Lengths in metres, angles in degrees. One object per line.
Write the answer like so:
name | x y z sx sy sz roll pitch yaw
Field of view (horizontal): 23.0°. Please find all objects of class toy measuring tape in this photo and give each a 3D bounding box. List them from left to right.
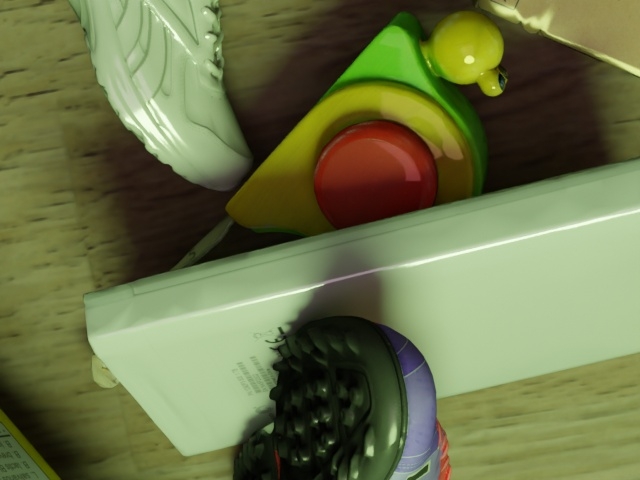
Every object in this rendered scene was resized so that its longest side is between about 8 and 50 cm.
toy measuring tape | 0.000 0.000 0.928 0.121 0.121 0.330 39 111 -9

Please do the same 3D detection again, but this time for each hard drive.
hard drive | 0.043 0.047 0.904 0.308 0.203 0.040 -14 63 5

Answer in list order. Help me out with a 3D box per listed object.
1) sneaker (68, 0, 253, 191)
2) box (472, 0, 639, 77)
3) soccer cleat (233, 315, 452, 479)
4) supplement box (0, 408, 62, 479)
sneaker | -0.087 -0.139 0.898 0.115 0.090 0.232 -29 104 5
box | 0.204 -0.196 0.909 0.164 0.021 0.201 22 105 -5
soccer cleat | 0.029 0.120 0.882 0.117 0.318 0.108 -3 66 -13
supplement box | -0.275 0.175 0.864 0.356 0.194 0.195 46 103 17
